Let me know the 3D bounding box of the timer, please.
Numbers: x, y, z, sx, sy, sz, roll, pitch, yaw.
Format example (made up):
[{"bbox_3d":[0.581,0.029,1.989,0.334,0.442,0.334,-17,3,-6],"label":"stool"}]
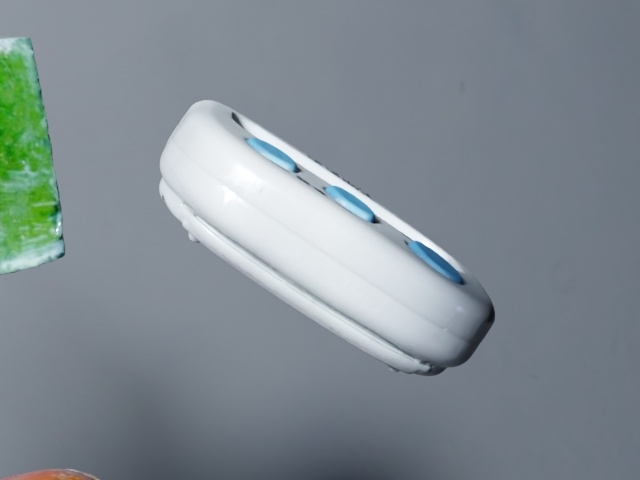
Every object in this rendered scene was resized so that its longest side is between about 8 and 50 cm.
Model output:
[{"bbox_3d":[0.000,0.000,1.136,0.262,0.237,0.087,34,95,-7],"label":"timer"}]

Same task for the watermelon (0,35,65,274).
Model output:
[{"bbox_3d":[-0.319,-0.074,1.017,0.264,0.302,0.151,-5,110,-18],"label":"watermelon"}]

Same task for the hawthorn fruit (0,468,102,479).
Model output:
[{"bbox_3d":[-0.207,0.250,1.120,0.173,0.173,0.173,-3,96,-29],"label":"hawthorn fruit"}]
